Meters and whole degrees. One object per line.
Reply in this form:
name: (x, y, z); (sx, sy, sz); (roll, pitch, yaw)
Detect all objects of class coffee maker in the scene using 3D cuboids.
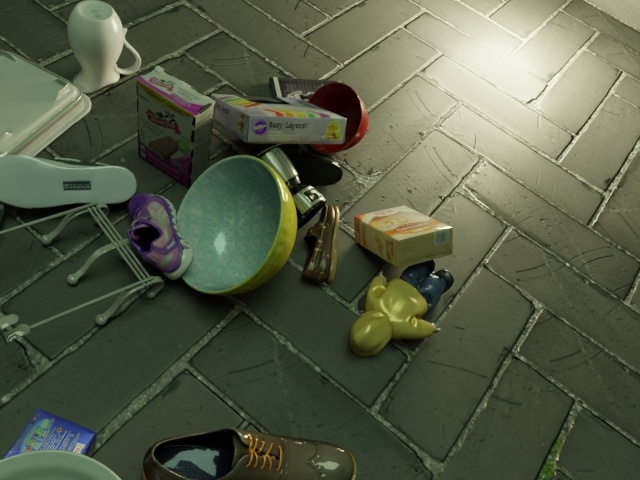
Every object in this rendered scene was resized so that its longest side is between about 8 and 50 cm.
coffee maker: (-0.093, -0.106, 1.374); (0.120, 0.171, 0.178); (-36, 87, -27)

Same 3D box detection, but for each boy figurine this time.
boy figurine: (0.169, 0.147, 1.278); (0.177, 0.092, 0.285); (40, 55, 15)

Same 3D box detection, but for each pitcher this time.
pitcher: (-0.524, -0.478, 1.484); (0.178, 0.207, 0.125); (-28, 65, -32)

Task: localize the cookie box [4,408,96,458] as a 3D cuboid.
cookie box: (-0.439, 0.342, 0.994); (0.107, 0.040, 0.091); (22, 51, 2)

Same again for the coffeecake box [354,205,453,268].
coffeecake box: (0.182, -0.012, 1.358); (0.142, 0.068, 0.185); (-13, 23, -24)

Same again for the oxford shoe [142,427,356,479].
oxford shoe: (-0.106, 0.377, 1.000); (0.364, 0.132, 0.129); (2, 53, -14)

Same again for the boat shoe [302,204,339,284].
boat shoe: (0.000, 0.000, 1.352); (0.073, 0.073, 0.206); (12, 51, -9)

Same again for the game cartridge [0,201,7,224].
game cartridge: (-0.785, -0.012, 1.159); (0.298, 0.062, 0.198); (6, 57, -11)

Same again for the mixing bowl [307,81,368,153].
mixing bowl: (0.054, -0.304, 1.556); (0.098, 0.181, 0.181); (5, 44, -54)

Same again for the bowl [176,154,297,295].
bowl: (-0.149, -0.013, 1.247); (0.156, 0.290, 0.289); (29, 34, -52)

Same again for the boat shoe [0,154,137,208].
boat shoe: (-0.547, -0.128, 1.283); (0.302, 0.108, 0.102); (-2, 10, -20)

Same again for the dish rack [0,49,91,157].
dish rack: (-0.733, -0.312, 1.389); (0.286, 0.072, 0.332); (28, 53, 5)

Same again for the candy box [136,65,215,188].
candy box: (-0.324, -0.245, 1.345); (0.159, 0.233, 0.071); (33, 52, 10)

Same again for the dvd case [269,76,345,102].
dvd case: (-0.023, -0.385, 1.672); (0.221, 0.018, 0.164); (-1, 56, -17)

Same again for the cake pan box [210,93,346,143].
cake pan box: (-0.107, -0.287, 1.428); (0.246, 0.070, 0.267); (-2, 23, -28)

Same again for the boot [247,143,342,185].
boot: (-0.064, -0.229, 1.508); (0.247, 0.083, 0.161); (10, 46, -10)

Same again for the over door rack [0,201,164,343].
over door rack: (-0.494, 0.055, 1.135); (0.239, 0.108, 0.324); (47, 35, 20)

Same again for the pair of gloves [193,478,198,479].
pair of gloves: (-0.153, 0.463, 0.936); (0.159, 0.023, 0.198); (22, 86, -17)

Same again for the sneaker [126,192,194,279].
sneaker: (-0.346, -0.026, 1.226); (0.105, 0.095, 0.236); (26, 20, -49)

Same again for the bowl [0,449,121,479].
bowl: (-0.403, 0.462, 0.854); (0.298, 0.134, 0.297); (8, 53, -10)
